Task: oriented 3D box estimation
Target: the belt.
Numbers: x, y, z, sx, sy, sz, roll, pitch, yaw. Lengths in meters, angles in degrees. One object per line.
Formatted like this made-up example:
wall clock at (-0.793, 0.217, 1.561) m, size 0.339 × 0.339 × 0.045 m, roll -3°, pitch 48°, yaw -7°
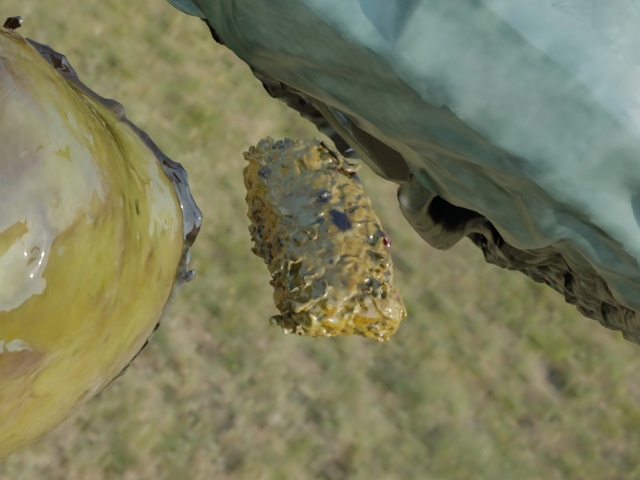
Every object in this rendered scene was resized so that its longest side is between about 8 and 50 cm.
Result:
belt at (0.059, -0.068, 0.460) m, size 0.207 × 0.150 × 0.257 m, roll 35°, pitch -1°, yaw 10°

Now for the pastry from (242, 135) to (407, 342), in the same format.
pastry at (0.000, 0.000, 1.076) m, size 0.080 × 0.056 × 0.140 m, roll -6°, pitch 54°, yaw -7°

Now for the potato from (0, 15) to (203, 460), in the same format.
potato at (-0.230, 0.019, 0.873) m, size 0.300 × 0.289 × 0.237 m, roll 21°, pitch 22°, yaw 2°
